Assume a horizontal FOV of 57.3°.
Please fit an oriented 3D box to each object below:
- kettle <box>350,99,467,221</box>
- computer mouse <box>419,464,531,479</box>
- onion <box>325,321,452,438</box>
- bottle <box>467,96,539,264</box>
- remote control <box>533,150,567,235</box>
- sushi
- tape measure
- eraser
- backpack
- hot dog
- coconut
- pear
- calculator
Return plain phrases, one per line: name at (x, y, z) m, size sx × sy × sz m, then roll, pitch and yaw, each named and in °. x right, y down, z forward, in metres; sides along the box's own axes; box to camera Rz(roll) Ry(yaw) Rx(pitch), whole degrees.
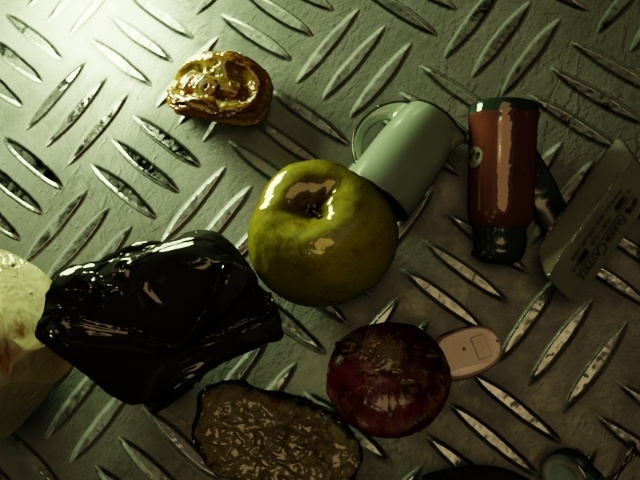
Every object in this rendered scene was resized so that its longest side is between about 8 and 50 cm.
kettle at (0.165, -0.195, 1.271) m, size 0.221 × 0.161 × 0.236 m, roll 33°, pitch 81°, yaw 24°
computer mouse at (0.321, 0.473, 1.107) m, size 0.269 × 0.137 × 0.086 m, roll 9°, pitch 86°, yaw 9°
onion at (0.134, 0.273, 1.150) m, size 0.246 × 0.190 × 0.246 m, roll 0°, pitch 48°, yaw 0°
bottle at (0.373, -0.118, 1.222) m, size 0.143 × 0.144 × 0.336 m, roll 3°, pitch 91°, yaw 8°
remote control at (0.476, -0.112, 1.267) m, size 0.072 × 0.042 × 0.222 m, roll -20°, pitch 75°, yaw 1°
sushi at (-0.094, 0.401, 1.162) m, size 0.350 × 0.171 × 0.211 m, roll 22°, pitch 80°, yaw 11°
tape measure at (0.522, 0.437, 1.142) m, size 0.179 × 0.104 × 0.107 m, roll -19°, pitch 46°, yaw -31°
eraser at (0.567, -0.044, 1.198) m, size 0.111 × 0.077 × 0.352 m, roll 40°, pitch 84°, yaw -21°
backpack at (-0.298, 0.149, 1.134) m, size 0.445 × 0.363 × 0.255 m, roll -25°, pitch 37°, yaw 18°
hot dog at (-0.248, -0.358, 1.384) m, size 0.259 × 0.114 × 0.175 m, roll 9°, pitch 78°, yaw 9°
coconut at (-0.715, 0.232, 1.195) m, size 0.415 × 0.345 × 0.416 m, roll -2°, pitch 74°, yaw 7°
pear at (0.000, 0.000, 1.183) m, size 0.303 × 0.304 × 0.304 m, roll -2°, pitch 77°, yaw 7°
calculator at (0.296, 0.235, 1.222) m, size 0.165 × 0.024 × 0.103 m, roll -21°, pitch 76°, yaw 4°
